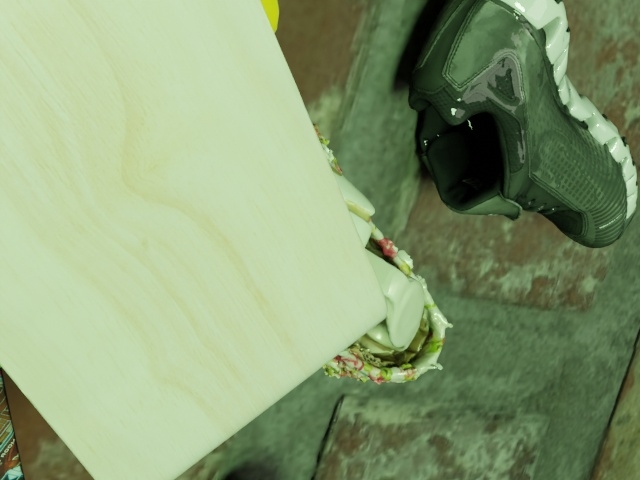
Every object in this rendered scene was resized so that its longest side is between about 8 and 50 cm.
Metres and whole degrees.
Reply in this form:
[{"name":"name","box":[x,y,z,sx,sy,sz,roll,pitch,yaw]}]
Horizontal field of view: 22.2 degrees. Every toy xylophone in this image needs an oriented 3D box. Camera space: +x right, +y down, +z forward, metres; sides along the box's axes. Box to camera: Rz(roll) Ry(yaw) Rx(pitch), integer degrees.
[{"name":"toy xylophone","box":[-0.093,-0.010,0.482,0.236,0.081,0.323,-32,142,-16]}]

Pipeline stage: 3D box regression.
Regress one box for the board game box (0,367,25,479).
[{"name":"board game box","box":[-0.197,0.161,0.561,0.243,0.042,0.165,-39,138,-40]}]

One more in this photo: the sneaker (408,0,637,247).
[{"name":"sneaker","box":[0.103,-0.047,0.878,0.106,0.078,0.234,-56,143,-16]}]

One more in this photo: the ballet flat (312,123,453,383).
[{"name":"ballet flat","box":[0.000,0.000,0.740,0.091,0.077,0.241,-62,148,-10]}]
